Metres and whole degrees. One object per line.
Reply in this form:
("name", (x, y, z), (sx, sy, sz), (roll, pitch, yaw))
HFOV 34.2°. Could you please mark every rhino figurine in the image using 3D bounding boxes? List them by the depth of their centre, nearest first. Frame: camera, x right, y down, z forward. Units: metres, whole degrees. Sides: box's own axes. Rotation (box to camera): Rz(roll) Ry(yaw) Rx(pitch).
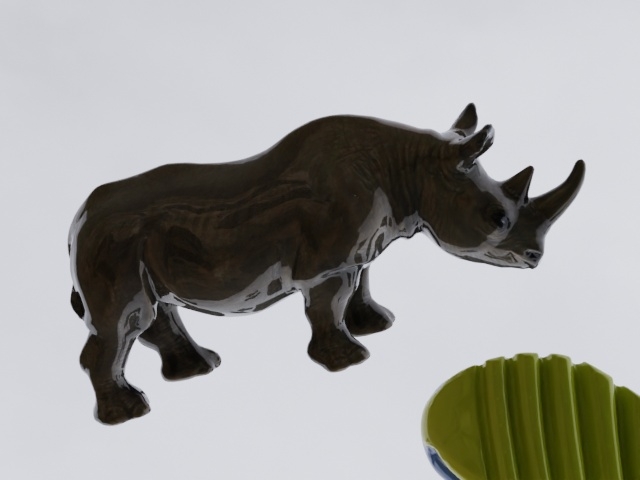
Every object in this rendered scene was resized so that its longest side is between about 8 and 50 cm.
("rhino figurine", (0.000, 0.000, 0.466), (0.243, 0.073, 0.106), (-15, -78, 6))

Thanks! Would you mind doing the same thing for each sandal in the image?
("sandal", (0.224, 0.167, 0.754), (0.318, 0.138, 0.126), (13, -113, -3))
